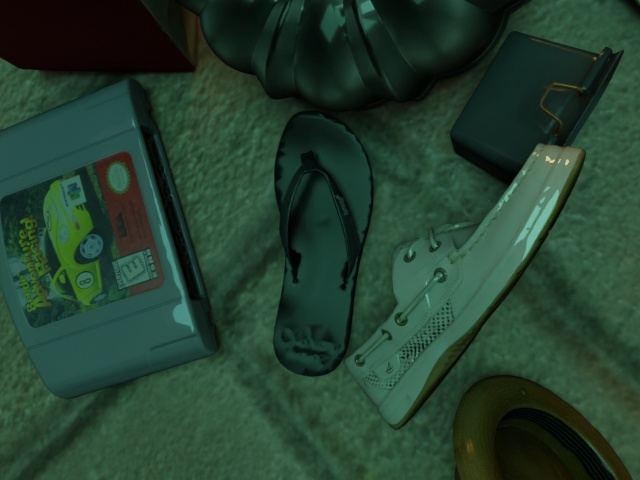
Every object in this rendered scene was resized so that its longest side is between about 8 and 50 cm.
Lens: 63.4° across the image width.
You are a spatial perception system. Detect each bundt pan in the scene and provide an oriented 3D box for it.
[{"bbox_3d":[0.014,-0.247,0.388,0.330,0.124,0.331,8,120,14],"label":"bundt pan"}]

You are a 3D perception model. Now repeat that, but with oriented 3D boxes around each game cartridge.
[{"bbox_3d":[-0.236,0.002,0.534,0.196,0.060,0.294,-19,84,13],"label":"game cartridge"}]

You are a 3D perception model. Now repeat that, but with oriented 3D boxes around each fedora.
[{"bbox_3d":[0.173,0.209,0.419,0.194,0.194,0.079,43,132,9],"label":"fedora"}]

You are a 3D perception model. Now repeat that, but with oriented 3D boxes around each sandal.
[{"bbox_3d":[0.001,0.001,0.488,0.097,0.054,0.255,-1,87,10],"label":"sandal"}]

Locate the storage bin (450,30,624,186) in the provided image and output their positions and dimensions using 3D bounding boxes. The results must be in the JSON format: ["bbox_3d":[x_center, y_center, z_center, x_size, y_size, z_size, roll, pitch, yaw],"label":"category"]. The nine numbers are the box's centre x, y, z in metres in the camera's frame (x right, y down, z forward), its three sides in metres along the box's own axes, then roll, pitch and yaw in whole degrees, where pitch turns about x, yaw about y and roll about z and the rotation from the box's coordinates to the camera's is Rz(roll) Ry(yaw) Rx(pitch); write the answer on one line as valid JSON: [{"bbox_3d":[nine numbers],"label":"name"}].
[{"bbox_3d":[0.177,-0.111,0.448,0.091,0.098,0.135,31,93,20],"label":"storage bin"}]

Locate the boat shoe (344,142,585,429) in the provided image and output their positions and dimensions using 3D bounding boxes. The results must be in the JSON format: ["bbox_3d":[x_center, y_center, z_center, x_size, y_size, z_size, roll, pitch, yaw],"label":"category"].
[{"bbox_3d":[0.097,0.032,0.420,0.096,0.098,0.277,39,116,21],"label":"boat shoe"}]

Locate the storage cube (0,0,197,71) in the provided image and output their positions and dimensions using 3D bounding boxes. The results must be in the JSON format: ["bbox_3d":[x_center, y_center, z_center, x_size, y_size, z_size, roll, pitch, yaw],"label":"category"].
[{"bbox_3d":[-0.226,-0.274,0.467,0.193,0.215,0.184,2,87,4],"label":"storage cube"}]

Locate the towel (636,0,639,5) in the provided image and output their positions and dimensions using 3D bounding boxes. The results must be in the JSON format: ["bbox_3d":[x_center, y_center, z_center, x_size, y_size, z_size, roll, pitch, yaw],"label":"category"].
[{"bbox_3d":[0.321,-0.282,0.458,0.148,0.027,0.110,-34,81,8],"label":"towel"}]
